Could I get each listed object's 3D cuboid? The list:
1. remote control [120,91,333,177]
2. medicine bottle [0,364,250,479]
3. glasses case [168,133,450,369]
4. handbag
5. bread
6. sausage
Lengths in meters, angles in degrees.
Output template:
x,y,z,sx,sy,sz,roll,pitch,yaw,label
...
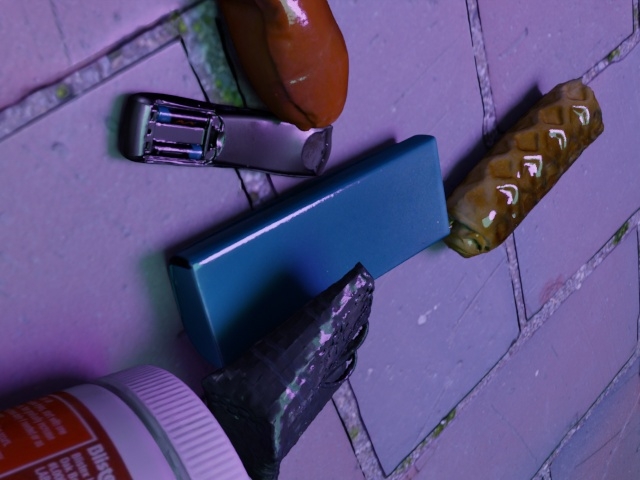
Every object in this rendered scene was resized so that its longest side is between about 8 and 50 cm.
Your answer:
x,y,z,sx,sy,sz,roll,pitch,yaw,label
-0.071,-0.087,0.617,0.212,0.028,0.059,-1,107,-42,remote control
-0.192,0.239,0.487,0.240,0.252,0.253,-17,118,-37,medicine bottle
-0.001,-0.002,0.697,0.301,0.070,0.117,-27,119,-30,glasses case
-0.021,0.134,0.669,0.175,0.088,0.270,-43,162,-26,handbag
0.240,-0.084,0.864,0.087,0.098,0.269,45,72,0,bread
-0.031,-0.170,0.581,0.089,0.089,0.179,-46,136,-18,sausage
